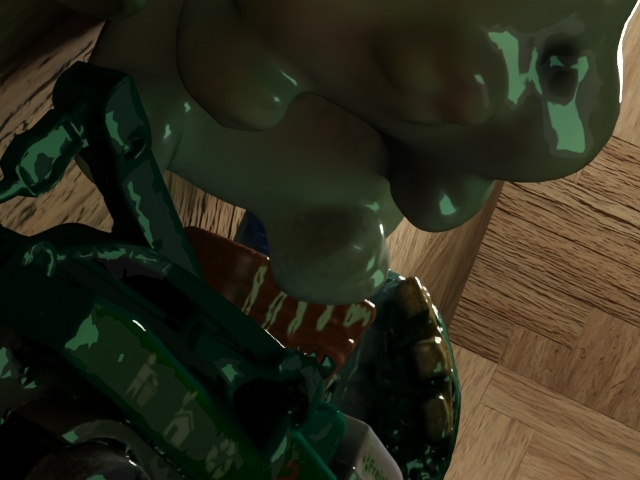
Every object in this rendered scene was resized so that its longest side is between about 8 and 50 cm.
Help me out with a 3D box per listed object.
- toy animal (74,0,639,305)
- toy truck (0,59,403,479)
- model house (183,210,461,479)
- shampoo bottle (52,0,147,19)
[{"bbox_3d":[0.049,-0.141,0.551,0.367,0.196,0.241,-31,-140,51],"label":"toy animal"},{"bbox_3d":[-0.076,0.101,0.582,0.178,0.176,0.363,-55,142,-22],"label":"toy truck"},{"bbox_3d":[-0.047,0.124,0.870,0.295,0.251,0.329,-64,162,-4],"label":"model house"},{"bbox_3d":[-0.048,-0.218,0.495,0.262,0.085,0.085,-63,168,-12],"label":"shampoo bottle"}]
